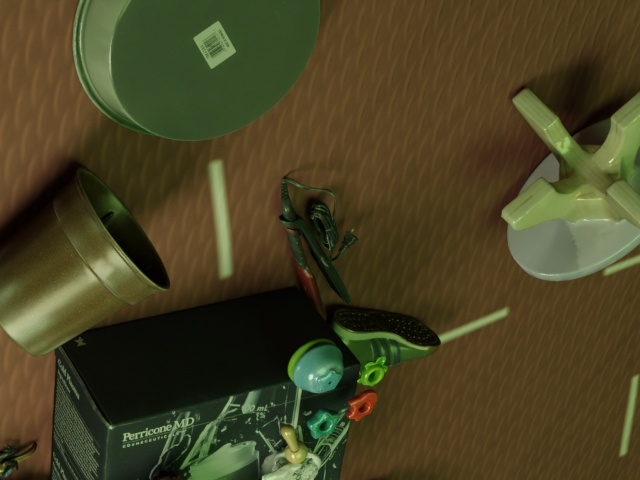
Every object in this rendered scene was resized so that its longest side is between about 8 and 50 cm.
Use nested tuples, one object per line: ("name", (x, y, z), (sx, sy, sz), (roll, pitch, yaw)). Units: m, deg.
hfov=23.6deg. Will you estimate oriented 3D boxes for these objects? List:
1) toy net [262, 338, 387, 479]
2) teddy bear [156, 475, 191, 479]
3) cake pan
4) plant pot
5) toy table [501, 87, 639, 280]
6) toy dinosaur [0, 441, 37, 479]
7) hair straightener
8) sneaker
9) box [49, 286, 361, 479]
("toy net", (-0.008, 0.225, 1.861), (0.122, 0.045, 0.232), (3, 121, -38))
("teddy bear", (-0.173, 0.409, 1.841), (0.245, 0.113, 0.338), (-21, 133, -17))
("cake pan", (-0.123, -0.229, 1.665), (0.293, 0.054, 0.293), (-19, 133, -22))
("plant pot", (-0.282, 0.032, 1.698), (0.165, 0.167, 0.167), (-35, 137, 6))
("toy table", (0.351, -0.080, 1.997), (0.274, 0.252, 0.161), (-52, 153, -4))
("toy dinosaur", (-0.400, 0.294, 1.902), (0.090, 0.047, 0.082), (-2, 143, -46))
("hair straightener", (0.000, 0.000, 1.949), (0.089, 0.047, 0.230), (-32, 131, -13))
("sneaker", (0.071, 0.146, 2.099), (0.192, 0.064, 0.086), (12, 124, -40))
("box", (-0.155, 0.260, 1.943), (0.343, 0.179, 0.312), (-12, 128, -28))
